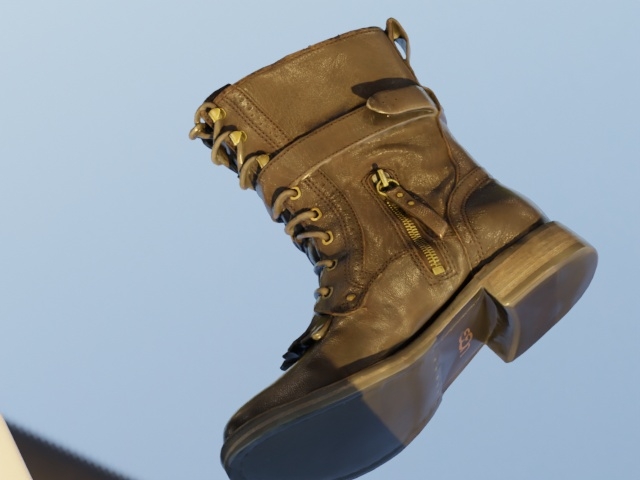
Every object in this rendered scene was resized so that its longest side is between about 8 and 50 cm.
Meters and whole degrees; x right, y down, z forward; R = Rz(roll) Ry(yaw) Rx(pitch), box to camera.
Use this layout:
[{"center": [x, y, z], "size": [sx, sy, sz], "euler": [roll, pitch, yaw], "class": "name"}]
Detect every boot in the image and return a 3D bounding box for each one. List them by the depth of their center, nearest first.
[{"center": [0.000, 0.000, 1.049], "size": [0.263, 0.091, 0.229], "euler": [-31, -120, -23], "class": "boot"}]

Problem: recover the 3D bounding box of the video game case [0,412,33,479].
[{"center": [-0.206, 0.143, 1.119], "size": [0.036, 0.329, 0.300], "euler": [-27, -158, -16], "class": "video game case"}]
